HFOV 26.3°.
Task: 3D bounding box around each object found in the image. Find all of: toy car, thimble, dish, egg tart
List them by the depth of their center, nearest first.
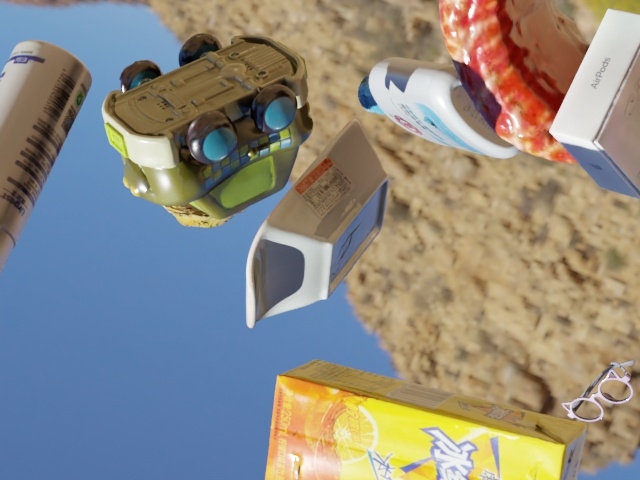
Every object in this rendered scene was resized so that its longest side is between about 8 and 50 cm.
[{"bbox_3d":[0.000,0.000,1.425,0.064,0.154,0.234,27,-126,18],"label":"dish"},{"bbox_3d":[0.305,-0.269,1.442,0.350,0.350,0.230,22,-141,7],"label":"thimble"},{"bbox_3d":[-0.126,-0.118,1.665,0.248,0.198,0.204,-27,-139,-22],"label":"toy car"},{"bbox_3d":[-0.160,-0.046,1.894,0.129,0.049,0.129,4,-156,-2],"label":"egg tart"}]

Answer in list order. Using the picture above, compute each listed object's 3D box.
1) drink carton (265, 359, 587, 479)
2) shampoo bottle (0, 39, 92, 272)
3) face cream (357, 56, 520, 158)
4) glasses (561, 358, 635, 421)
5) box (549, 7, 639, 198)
[{"bbox_3d":[0.119,0.253,1.588,0.351,0.154,0.111,11,-169,23],"label":"drink carton"},{"bbox_3d":[-0.330,-0.058,1.391,0.092,0.303,0.092,17,155,8],"label":"shampoo bottle"},{"bbox_3d":[0.144,-0.188,1.859,0.163,0.080,0.336,36,175,-25],"label":"face cream"},{"bbox_3d":[0.457,0.221,2.201,0.062,0.140,0.104,36,-136,-9],"label":"glasses"},{"bbox_3d":[0.284,-0.125,1.275,0.051,0.130,0.129,20,170,39],"label":"box"}]
